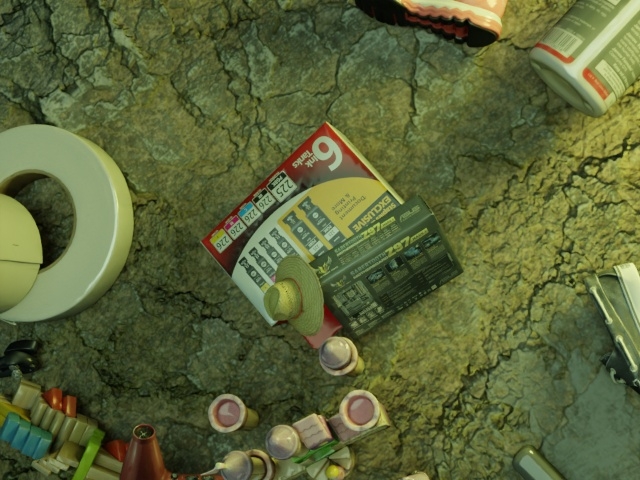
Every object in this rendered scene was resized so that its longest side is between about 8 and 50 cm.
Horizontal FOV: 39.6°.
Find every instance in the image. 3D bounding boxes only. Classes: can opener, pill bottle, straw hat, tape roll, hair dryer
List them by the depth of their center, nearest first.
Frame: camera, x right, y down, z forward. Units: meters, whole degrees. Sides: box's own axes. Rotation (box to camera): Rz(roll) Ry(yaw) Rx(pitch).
[{"bbox_3d":[-0.058,0.096,1.433,0.144,0.061,0.144,28,127,45],"label":"straw hat"},{"bbox_3d":[0.409,0.466,1.446,0.095,0.076,0.283,-46,75,6],"label":"can opener"},{"bbox_3d":[0.493,-0.355,1.451,0.161,0.161,0.283,44,97,14],"label":"pill bottle"},{"bbox_3d":[-0.245,0.419,1.558,0.224,0.293,0.080,-34,33,6],"label":"hair dryer"},{"bbox_3d":[-0.668,0.019,1.643,0.246,0.169,0.246,-1,84,15],"label":"tape roll"},{"bbox_3d":[-0.555,-0.031,1.741,0.392,0.072,0.392,-1,86,14],"label":"tape roll"},{"bbox_3d":[-0.636,0.249,1.753,0.186,0.073,0.059,-15,120,16],"label":"can opener"}]

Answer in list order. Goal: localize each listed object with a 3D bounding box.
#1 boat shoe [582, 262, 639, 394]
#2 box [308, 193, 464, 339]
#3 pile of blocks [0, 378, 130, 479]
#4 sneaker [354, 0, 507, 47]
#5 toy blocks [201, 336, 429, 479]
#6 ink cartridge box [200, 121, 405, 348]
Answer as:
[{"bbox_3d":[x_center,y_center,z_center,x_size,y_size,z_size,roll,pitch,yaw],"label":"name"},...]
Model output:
[{"bbox_3d":[0.503,0.190,1.430,0.102,0.108,0.301,-19,78,12],"label":"boat shoe"},{"bbox_3d":[0.109,0.049,1.493,0.233,0.183,0.059,-33,49,3],"label":"box"},{"bbox_3d":[-0.481,0.352,1.648,0.362,0.149,0.112,26,93,16],"label":"pile of blocks"},{"bbox_3d":[0.185,-0.451,1.581,0.314,0.116,0.136,21,80,9],"label":"sneaker"},{"bbox_3d":[-0.015,0.339,1.439,0.289,0.260,0.309,-28,69,5],"label":"toy blocks"},{"bbox_3d":[0.000,0.000,1.564,0.309,0.130,0.272,-44,78,8],"label":"ink cartridge box"}]
